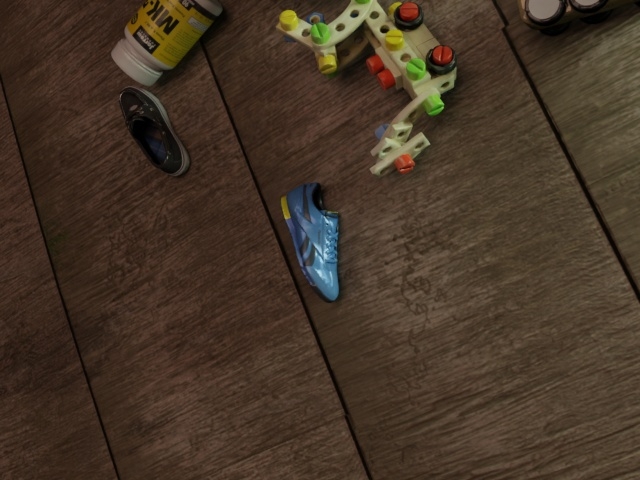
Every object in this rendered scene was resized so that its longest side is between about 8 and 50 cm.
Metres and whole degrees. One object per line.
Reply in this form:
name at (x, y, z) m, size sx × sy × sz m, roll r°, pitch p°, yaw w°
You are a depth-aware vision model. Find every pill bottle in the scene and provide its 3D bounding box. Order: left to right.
pill bottle at (-0.295, -0.403, 1.459) m, size 0.208 × 0.119 × 0.119 m, roll -45°, pitch 68°, yaw 16°

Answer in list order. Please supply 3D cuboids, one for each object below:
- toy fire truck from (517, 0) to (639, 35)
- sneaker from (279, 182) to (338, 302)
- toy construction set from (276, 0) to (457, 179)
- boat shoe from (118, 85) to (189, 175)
toy fire truck at (0.391, -0.448, 1.126) m, size 0.217 × 0.158 × 0.246 m, roll -12°, pitch 90°, yaw 25°
sneaker at (0.000, 0.000, 1.303) m, size 0.082 × 0.069 × 0.209 m, roll -24°, pitch 75°, yaw 18°
toy construction set at (0.092, -0.272, 1.237) m, size 0.215 × 0.151 × 0.328 m, roll -28°, pitch 80°, yaw -4°
boat shoe at (-0.339, -0.218, 1.485) m, size 0.080 × 0.076 × 0.228 m, roll -39°, pitch 70°, yaw 18°
